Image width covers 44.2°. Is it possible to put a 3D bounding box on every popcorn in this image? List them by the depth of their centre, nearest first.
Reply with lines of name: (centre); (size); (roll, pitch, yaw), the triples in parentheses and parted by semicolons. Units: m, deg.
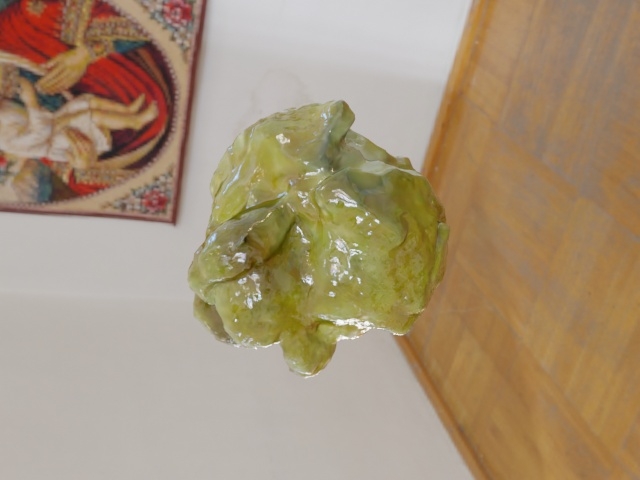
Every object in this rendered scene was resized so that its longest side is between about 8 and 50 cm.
popcorn: (0.000, 0.006, 0.803); (0.225, 0.277, 0.276); (48, -146, -49)
